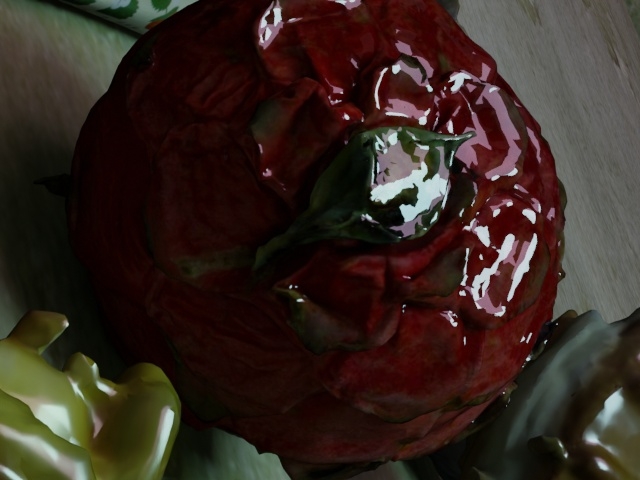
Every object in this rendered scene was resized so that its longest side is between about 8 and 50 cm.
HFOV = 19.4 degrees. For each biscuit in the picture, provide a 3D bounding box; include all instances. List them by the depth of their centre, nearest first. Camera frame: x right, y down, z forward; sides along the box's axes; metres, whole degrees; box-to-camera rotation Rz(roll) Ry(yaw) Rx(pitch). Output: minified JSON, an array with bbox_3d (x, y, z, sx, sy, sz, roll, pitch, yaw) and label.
[{"bbox_3d":[0.188,0.221,1.111,0.366,0.115,0.268,45,69,-38],"label":"biscuit"}]

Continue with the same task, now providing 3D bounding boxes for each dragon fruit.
[{"bbox_3d":[0.000,0.000,0.916,0.299,0.244,0.244,75,3,-54],"label":"dragon fruit"}]

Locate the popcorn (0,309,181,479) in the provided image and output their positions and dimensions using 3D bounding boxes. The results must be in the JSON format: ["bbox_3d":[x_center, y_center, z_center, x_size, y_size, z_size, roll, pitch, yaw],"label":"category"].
[{"bbox_3d":[-0.122,0.120,0.525,0.218,0.169,0.189,56,24,-54],"label":"popcorn"}]

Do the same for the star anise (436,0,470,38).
[{"bbox_3d":[0.032,-0.169,1.315,0.349,0.109,0.292,-114,-171,-56],"label":"star anise"}]

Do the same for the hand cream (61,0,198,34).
[{"bbox_3d":[-0.113,-0.155,1.074,0.276,0.059,0.095,15,50,-61],"label":"hand cream"}]

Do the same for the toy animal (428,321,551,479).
[{"bbox_3d":[0.090,0.079,1.210,0.298,0.122,0.185,66,19,1],"label":"toy animal"}]
